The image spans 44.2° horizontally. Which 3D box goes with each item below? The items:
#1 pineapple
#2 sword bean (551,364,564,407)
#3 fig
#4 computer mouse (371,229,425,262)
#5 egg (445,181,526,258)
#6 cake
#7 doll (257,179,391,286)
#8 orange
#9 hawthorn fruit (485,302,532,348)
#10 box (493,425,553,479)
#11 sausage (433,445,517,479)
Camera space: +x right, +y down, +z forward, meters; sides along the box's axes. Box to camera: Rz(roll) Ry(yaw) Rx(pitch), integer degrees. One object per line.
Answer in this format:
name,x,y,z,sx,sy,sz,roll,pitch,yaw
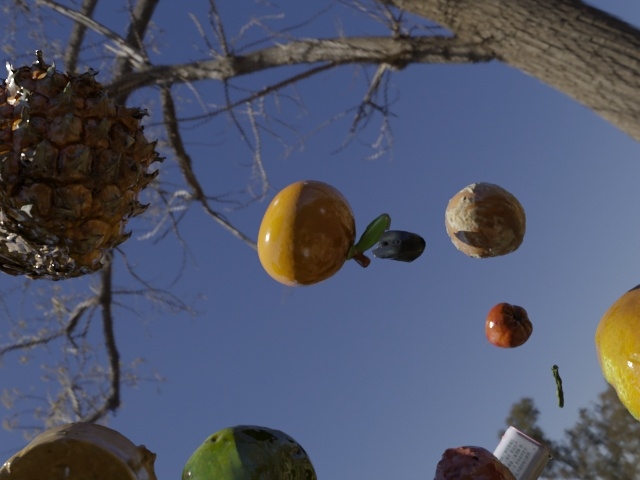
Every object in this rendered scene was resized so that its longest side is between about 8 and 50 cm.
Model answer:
pineapple,-0.459,-0.108,1.322,0.352,0.352,0.300,80,-158,-50
sword bean,0.339,0.207,1.121,0.012,0.012,0.083,-40,-52,-27
fig,-0.095,0.399,1.146,0.206,0.275,0.206,-6,-64,-12
computer mouse,0.187,0.010,1.914,0.047,0.135,0.079,60,-148,-63
egg,0.409,-0.047,1.967,0.233,0.195,0.195,18,-76,-49
cake,-0.490,0.530,1.627,0.332,0.332,0.321,-54,1,-4
doll,0.000,0.000,1.513,0.213,0.236,0.213,23,-90,-79
orange,0.607,0.177,1.348,0.262,0.334,0.196,-32,-67,16
hawthorn fruit,0.491,0.232,2.063,0.125,0.125,0.140,-19,-59,-47
box,0.360,0.590,1.693,0.369,0.112,0.190,-57,-26,-9
sausage,0.308,0.497,1.423,0.152,0.279,0.152,-33,8,5
